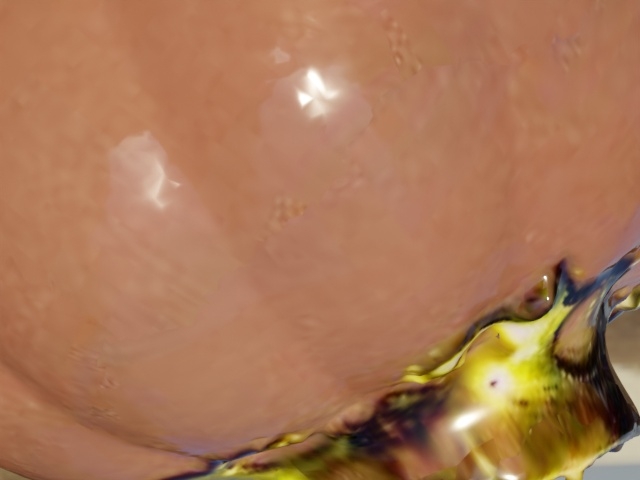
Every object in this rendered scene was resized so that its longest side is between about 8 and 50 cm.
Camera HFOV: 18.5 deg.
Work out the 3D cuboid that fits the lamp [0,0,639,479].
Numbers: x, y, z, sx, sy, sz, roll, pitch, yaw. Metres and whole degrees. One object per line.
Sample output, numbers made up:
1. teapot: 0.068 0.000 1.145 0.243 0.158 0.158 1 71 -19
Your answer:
1. lamp: 0.000 -0.021 0.612 0.305 0.240 0.305 -24 171 -4
